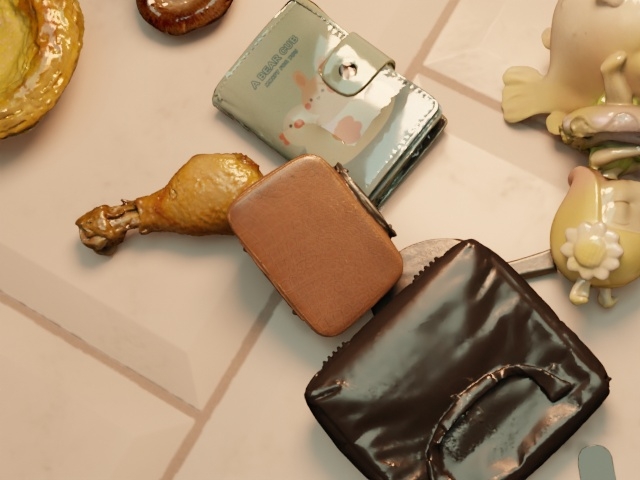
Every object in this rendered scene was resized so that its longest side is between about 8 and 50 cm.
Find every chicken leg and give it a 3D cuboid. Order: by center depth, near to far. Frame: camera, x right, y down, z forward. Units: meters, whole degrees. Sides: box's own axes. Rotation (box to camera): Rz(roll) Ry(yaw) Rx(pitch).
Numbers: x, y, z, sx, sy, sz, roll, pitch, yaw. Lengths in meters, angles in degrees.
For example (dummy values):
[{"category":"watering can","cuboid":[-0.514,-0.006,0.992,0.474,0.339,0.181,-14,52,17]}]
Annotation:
[{"category":"chicken leg","cuboid":[-0.173,-0.038,1.423,0.251,0.087,0.107,-16,77,7]}]

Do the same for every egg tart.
[{"category":"egg tart","cuboid":[-0.431,-0.240,1.501,0.294,0.123,0.294,-2,78,10]}]

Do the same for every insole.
[{"category":"insole","cuboid":[0.304,0.299,1.293,0.053,0.002,0.152,-7,74,7]}]

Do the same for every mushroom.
[{"category":"mushroom","cuboid":[-0.175,-0.389,1.450,0.148,0.217,0.227,-4,74,9]}]

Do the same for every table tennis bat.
[{"category":"table tennis bat","cuboid":[0.165,0.053,1.376,0.220,0.019,0.130,-16,74,6]}]

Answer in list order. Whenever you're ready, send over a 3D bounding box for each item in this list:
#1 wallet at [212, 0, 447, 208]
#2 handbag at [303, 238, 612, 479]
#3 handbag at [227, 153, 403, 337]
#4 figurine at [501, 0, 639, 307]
[{"category":"wallet","cuboid":[0.011,-0.164,1.436,0.250,0.075,0.176,39,89,17]},{"category":"handbag","cuboid":[0.147,0.164,1.306,0.275,0.088,0.244,-43,80,-5]},{"category":"handbag","cuboid":[0.000,0.000,1.345,0.151,0.072,0.193,-36,94,2]},{"category":"figurine","cuboid":[0.317,-0.120,1.343,0.274,0.227,0.394,4,85,42]}]
